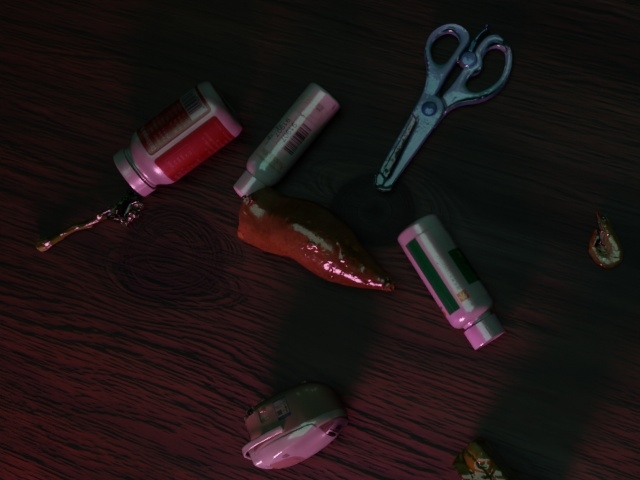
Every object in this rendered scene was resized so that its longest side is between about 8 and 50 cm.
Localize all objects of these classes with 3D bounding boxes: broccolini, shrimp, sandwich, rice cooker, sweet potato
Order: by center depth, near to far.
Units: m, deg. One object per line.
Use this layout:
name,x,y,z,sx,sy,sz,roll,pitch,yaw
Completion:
sandwich,0.310,0.428,1.611,0.065,0.215,0.186,-41,72,4
shrimp,0.520,0.001,1.731,0.059,0.023,0.108,-25,76,17
rice cooker,-0.051,0.345,1.744,0.206,0.145,0.127,-25,64,11
sweet potato,0.001,0.001,1.797,0.337,0.131,0.131,24,87,14
broccolini,-0.481,-0.033,1.965,0.254,0.071,0.057,-25,118,14

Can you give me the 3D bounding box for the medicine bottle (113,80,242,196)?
medicine bottle,-0.288,-0.204,1.891,0.250,0.131,0.131,-36,75,6

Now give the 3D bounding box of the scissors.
scissors,0.224,-0.257,1.834,0.180,0.032,0.393,33,88,15

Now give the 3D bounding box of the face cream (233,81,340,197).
face cream,-0.072,-0.189,1.865,0.082,0.082,0.269,39,91,16

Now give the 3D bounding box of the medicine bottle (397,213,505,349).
medicine bottle,0.246,0.078,1.743,0.095,0.095,0.260,-32,75,6
